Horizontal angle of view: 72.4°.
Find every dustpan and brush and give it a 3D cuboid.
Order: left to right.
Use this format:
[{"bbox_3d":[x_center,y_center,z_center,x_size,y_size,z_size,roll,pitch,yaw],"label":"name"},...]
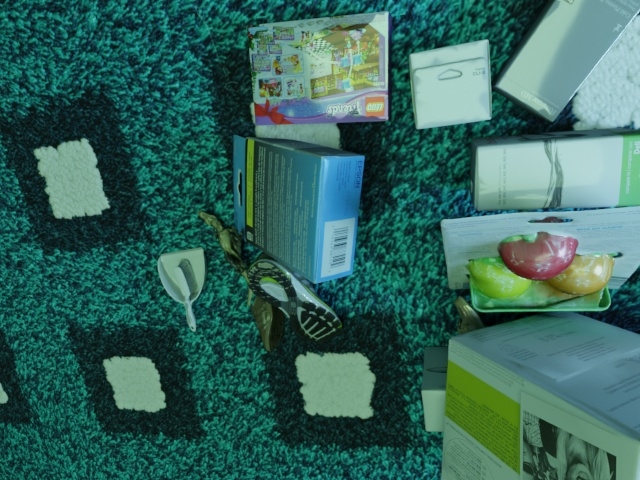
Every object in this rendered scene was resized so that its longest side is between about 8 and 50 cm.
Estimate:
[{"bbox_3d":[-0.354,0.135,1.161,0.147,0.060,0.211,-9,104,19],"label":"dustpan and brush"}]

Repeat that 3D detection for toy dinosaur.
[{"bbox_3d":[-0.209,0.033,1.060,0.268,0.064,0.118,65,156,-2],"label":"toy dinosaur"}]

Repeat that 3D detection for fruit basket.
[{"bbox_3d":[0.387,0.020,0.775,0.326,0.166,0.353,-4,149,18],"label":"fruit basket"}]

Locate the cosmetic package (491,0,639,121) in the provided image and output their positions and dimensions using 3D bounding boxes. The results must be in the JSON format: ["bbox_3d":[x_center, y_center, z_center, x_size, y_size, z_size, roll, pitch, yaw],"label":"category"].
[{"bbox_3d":[0.420,-0.341,0.760,0.127,0.107,0.238,31,110,2],"label":"cosmetic package"}]

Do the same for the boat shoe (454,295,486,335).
[{"bbox_3d":[0.337,0.204,0.977,0.059,0.063,0.170,-31,98,6],"label":"boat shoe"}]

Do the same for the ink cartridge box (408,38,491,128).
[{"bbox_3d":[0.234,-0.278,0.793,0.128,0.176,0.128,-4,106,18],"label":"ink cartridge box"}]

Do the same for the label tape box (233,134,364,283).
[{"bbox_3d":[-0.068,-0.089,0.957,0.347,0.115,0.250,27,120,49],"label":"label tape box"}]

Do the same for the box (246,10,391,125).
[{"bbox_3d":[-0.001,-0.346,0.904,0.292,0.057,0.201,3,107,15],"label":"box"}]

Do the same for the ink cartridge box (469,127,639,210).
[{"bbox_3d":[0.412,-0.130,0.777,0.272,0.198,0.115,-1,106,16],"label":"ink cartridge box"}]

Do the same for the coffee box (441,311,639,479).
[{"bbox_3d":[0.451,0.350,0.756,0.337,0.338,0.335,-6,102,-25],"label":"coffee box"}]

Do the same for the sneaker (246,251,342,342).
[{"bbox_3d":[-0.048,0.128,1.049,0.111,0.121,0.300,-31,116,19],"label":"sneaker"}]

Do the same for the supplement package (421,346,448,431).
[{"bbox_3d":[0.285,0.324,0.972,0.105,0.179,0.105,-5,106,17],"label":"supplement package"}]

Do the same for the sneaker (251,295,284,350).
[{"bbox_3d":[-0.140,0.189,1.125,0.071,0.066,0.189,10,105,31],"label":"sneaker"}]
